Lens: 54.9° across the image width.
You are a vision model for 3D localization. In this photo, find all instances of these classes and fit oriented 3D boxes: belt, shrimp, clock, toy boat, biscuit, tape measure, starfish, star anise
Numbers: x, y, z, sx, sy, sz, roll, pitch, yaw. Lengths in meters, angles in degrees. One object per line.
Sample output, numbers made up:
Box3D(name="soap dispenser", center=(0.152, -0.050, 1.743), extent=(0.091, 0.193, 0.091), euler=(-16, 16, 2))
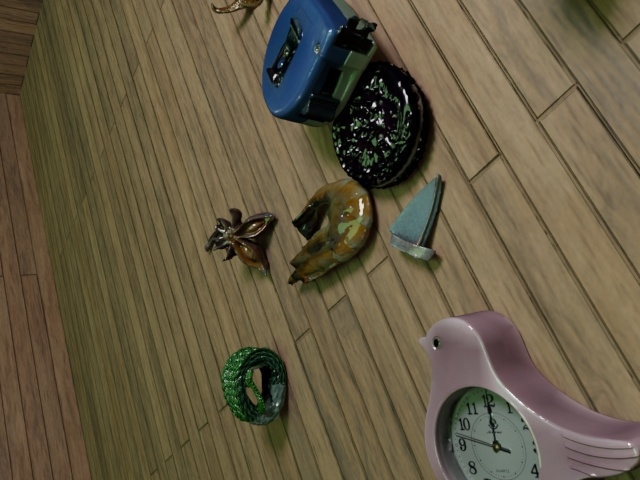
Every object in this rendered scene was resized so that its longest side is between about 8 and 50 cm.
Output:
Box3D(name="belt", center=(-0.117, 0.276, 1.164), extent=(0.079, 0.121, 0.152), euler=(-4, 92, 50))
Box3D(name="shrimp", center=(-0.003, -0.016, 1.053), extent=(0.254, 0.059, 0.145), euler=(-35, 61, 47))
Box3D(name="clock", center=(0.245, 0.216, 0.720), extent=(0.290, 0.080, 0.276), euler=(-18, 78, 51))
Box3D(name="toy boat", center=(0.144, -0.039, 0.889), extent=(0.096, 0.034, 0.122), euler=(27, 104, 49))
Box3D(name="biscuit", center=(0.087, -0.173, 0.932), extent=(0.194, 0.053, 0.195), euler=(3, 93, 54))
Box3D(name="tape measure", center=(-0.032, -0.339, 1.015), extent=(0.215, 0.097, 0.351), euler=(-60, 34, 33))
Box3D(name="starfish", center=(-0.163, -0.521, 1.229), extent=(0.190, 0.074, 0.147), euler=(35, 117, 46))
Box3D(name="star anise", center=(-0.171, 0.000, 1.309), extent=(0.148, 0.218, 0.227), euler=(60, -173, -10))
